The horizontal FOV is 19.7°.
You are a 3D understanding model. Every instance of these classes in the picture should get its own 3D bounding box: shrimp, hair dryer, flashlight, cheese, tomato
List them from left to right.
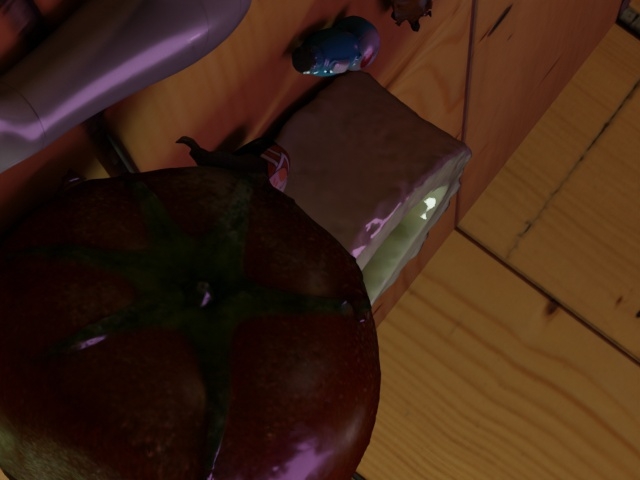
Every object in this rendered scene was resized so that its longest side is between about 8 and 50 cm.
[{"bbox_3d":[-0.123,-0.161,1.047,0.206,0.075,0.237,-40,157,-31],"label":"hair dryer"},{"bbox_3d":[-0.110,0.097,1.306,0.303,0.303,0.239,-45,166,-40],"label":"tomato"},{"bbox_3d":[-0.003,0.000,1.866,0.292,0.153,0.332,-41,163,-51],"label":"cheese"},{"bbox_3d":[0.011,-0.171,1.648,0.051,0.051,0.129,-58,164,27],"label":"flashlight"},{"bbox_3d":[0.094,-0.248,1.761,0.091,0.043,0.184,-53,170,-19],"label":"shrimp"}]

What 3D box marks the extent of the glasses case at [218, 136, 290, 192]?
[{"bbox_3d":[-0.119,0.014,1.615,0.267,0.067,0.103,-49,168,-23],"label":"glasses case"}]
